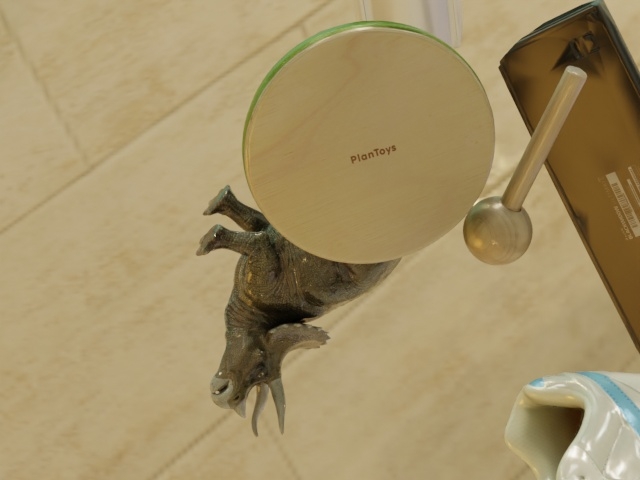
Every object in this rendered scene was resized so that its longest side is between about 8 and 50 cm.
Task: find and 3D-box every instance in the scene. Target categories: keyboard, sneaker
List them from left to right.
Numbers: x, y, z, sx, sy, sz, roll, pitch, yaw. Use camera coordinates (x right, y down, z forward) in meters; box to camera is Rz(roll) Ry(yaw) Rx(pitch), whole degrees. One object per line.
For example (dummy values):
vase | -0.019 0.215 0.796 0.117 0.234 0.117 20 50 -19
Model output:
sneaker | 0.142 0.142 0.732 0.092 0.228 0.087 7 120 -13
keyboard | 0.276 -0.043 1.340 0.033 0.201 0.317 -32 97 -42

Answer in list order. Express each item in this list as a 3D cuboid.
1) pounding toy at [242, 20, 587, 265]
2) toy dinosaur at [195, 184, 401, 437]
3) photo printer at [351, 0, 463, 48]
pounding toy | 0.054 -0.084 1.265 0.237 0.110 0.183 9 114 -14
toy dinosaur | 0.000 0.000 1.441 0.313 0.121 0.160 -44 108 6
photo printer | 0.059 -0.347 1.537 0.307 0.107 0.256 77 5 -52
